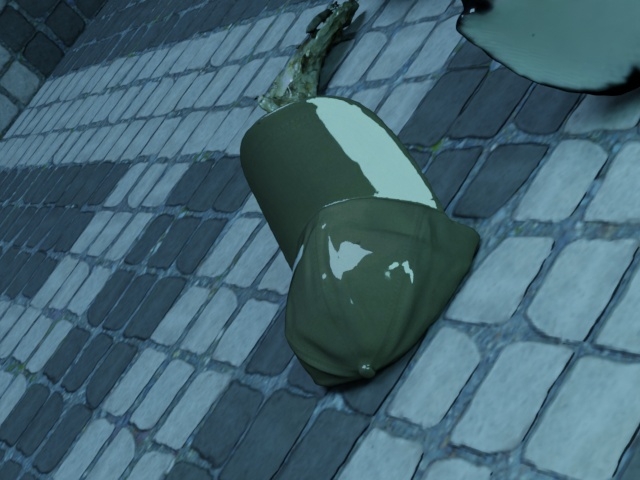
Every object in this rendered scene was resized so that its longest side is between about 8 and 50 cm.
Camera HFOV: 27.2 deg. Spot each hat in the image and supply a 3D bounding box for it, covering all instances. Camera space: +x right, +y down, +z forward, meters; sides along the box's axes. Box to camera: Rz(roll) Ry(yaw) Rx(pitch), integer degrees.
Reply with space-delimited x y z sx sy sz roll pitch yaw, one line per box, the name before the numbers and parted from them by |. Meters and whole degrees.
hat | 0.000 0.000 0.965 0.166 0.173 0.144 -37 19 33

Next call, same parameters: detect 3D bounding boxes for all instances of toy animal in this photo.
toy animal | 0.193 -0.243 0.925 0.212 0.212 0.266 -33 31 37

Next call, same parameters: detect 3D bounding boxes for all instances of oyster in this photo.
oyster | -0.009 -0.192 1.464 0.200 0.061 0.106 -57 5 -23
